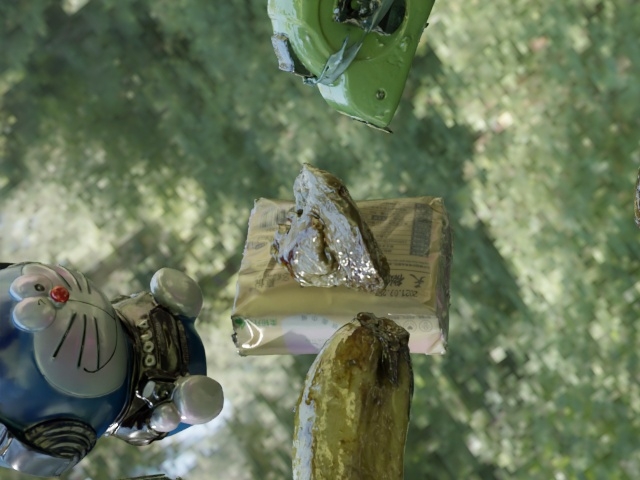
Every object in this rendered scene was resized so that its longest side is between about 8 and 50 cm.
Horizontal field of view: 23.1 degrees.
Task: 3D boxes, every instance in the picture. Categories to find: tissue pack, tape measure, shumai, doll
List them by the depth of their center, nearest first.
[{"bbox_3d":[0.029,-0.206,1.417,0.154,0.177,0.087,20,180,-24],"label":"tape measure"},{"bbox_3d":[0.012,0.002,1.555,0.139,0.105,0.123,35,176,5],"label":"shumai"},{"bbox_3d":[-0.294,0.143,1.792,0.310,0.240,0.284,8,-136,-39],"label":"doll"},{"bbox_3d":[0.030,0.039,1.907,0.123,0.256,0.215,72,-160,-47],"label":"tissue pack"}]

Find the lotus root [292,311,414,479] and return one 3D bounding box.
[{"bbox_3d":[0.023,0.185,1.320,0.110,0.097,0.258,28,-120,-41],"label":"lotus root"}]

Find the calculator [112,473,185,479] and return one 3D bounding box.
[{"bbox_3d":[-0.183,0.350,1.976,0.165,0.028,0.274,-4,-165,-39],"label":"calculator"}]

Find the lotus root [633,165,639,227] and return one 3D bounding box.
[{"bbox_3d":[0.380,-0.058,1.465,0.145,0.260,0.128,6,-111,-24],"label":"lotus root"}]
